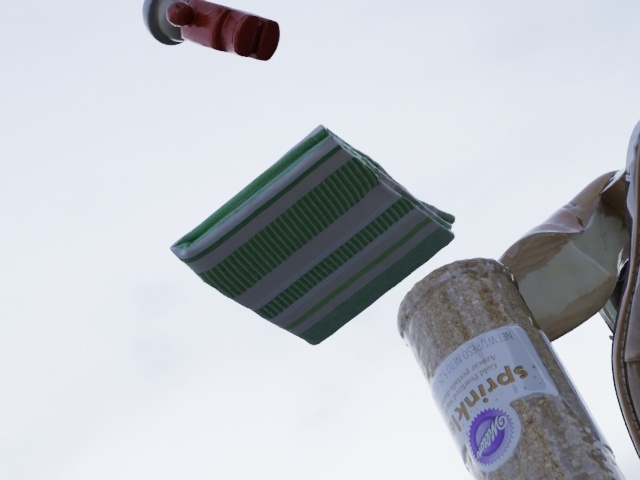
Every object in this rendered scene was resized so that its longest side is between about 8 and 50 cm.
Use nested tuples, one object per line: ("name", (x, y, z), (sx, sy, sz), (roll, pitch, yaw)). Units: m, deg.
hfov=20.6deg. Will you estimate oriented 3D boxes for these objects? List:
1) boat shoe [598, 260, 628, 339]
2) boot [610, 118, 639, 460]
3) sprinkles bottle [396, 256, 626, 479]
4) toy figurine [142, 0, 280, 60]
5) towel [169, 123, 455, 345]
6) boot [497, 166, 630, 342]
("boat shoe", (0.362, 0.101, 2.034), (0.068, 0.190, 0.072), (-20, -15, -27))
("boot", (0.270, 0.051, 1.213), (0.112, 0.305, 0.115), (-3, -2, -14))
("sprinkles bottle", (0.178, 0.174, 1.493), (0.121, 0.355, 0.121), (-14, -43, -13))
("toy figurine", (-0.074, -0.277, 1.501), (0.213, 0.148, 0.209), (-43, -49, -23))
("towel", (0.000, 0.000, 2.072), (0.248, 0.038, 0.325), (-39, -34, 13))
("boot", (0.236, 0.039, 1.792), (0.295, 0.104, 0.211), (-42, -6, -23))
